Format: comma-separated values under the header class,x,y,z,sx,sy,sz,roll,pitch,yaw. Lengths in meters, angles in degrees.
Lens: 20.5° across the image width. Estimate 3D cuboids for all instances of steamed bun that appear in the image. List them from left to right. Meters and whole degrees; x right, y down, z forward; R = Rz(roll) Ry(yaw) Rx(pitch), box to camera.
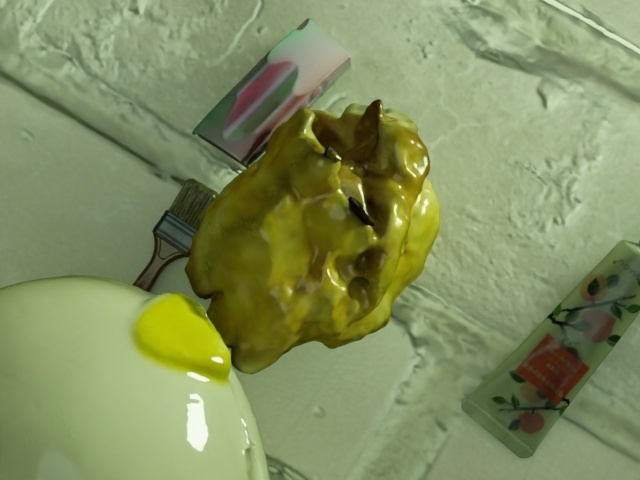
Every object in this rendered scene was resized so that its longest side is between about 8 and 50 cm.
class,x,y,z,sx,sy,sz,roll,pitch,yaw
steamed bun,-0.201,0.216,1.443,0.333,0.334,0.374,-13,89,0

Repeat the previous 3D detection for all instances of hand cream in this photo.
class,x,y,z,sx,sy,sz,roll,pitch,yaw
hand cream,0.228,0.085,1.581,0.080,0.050,0.234,40,93,1

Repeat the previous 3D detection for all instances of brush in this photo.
class,x,y,z,sx,sy,sz,roll,pitch,yaw
brush,-0.148,0.022,1.609,0.043,0.014,0.170,34,88,3

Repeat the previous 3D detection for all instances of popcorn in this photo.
class,x,y,z,sx,sy,sz,roll,pitch,yaw
popcorn,0.001,-0.003,1.518,0.190,0.191,0.253,38,95,-14

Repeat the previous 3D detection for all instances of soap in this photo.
class,x,y,z,sx,sy,sz,roll,pitch,yaw
soap,-0.043,-0.127,1.576,0.056,0.100,0.149,44,86,5
